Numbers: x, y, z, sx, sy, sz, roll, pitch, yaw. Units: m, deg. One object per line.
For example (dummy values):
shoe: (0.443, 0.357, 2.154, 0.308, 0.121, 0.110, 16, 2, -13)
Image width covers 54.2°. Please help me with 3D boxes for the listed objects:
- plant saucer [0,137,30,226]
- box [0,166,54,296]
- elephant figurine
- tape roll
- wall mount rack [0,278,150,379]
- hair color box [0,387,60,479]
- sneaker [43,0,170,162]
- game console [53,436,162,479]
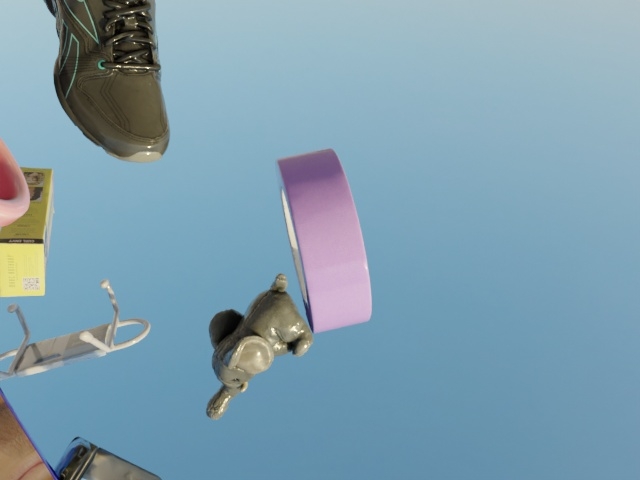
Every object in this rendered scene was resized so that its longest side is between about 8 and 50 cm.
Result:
plant saucer: (-0.438, -0.132, 0.612, 0.084, 0.332, 0.332, -39, -142, -4)
box: (-0.419, -0.020, 0.898, 0.058, 0.087, 0.232, 0, -150, -21)
elephant figurine: (-0.145, 0.212, 1.229, 0.239, 0.186, 0.169, -29, 175, -24)
tape roll: (0.000, 0.000, 0.963, 0.090, 0.275, 0.275, -13, -149, -5)
wall mount rack: (-0.528, 0.193, 1.233, 0.350, 0.130, 0.304, -15, -159, -6)
hair color box: (-0.334, 0.264, 0.572, 0.185, 0.110, 0.339, -33, -120, -30)
sneaker: (-0.206, -0.202, 0.602, 0.101, 0.106, 0.267, -12, -106, -42)
game console: (-0.337, 0.435, 0.836, 0.173, 0.250, 0.293, 32, -113, -11)
